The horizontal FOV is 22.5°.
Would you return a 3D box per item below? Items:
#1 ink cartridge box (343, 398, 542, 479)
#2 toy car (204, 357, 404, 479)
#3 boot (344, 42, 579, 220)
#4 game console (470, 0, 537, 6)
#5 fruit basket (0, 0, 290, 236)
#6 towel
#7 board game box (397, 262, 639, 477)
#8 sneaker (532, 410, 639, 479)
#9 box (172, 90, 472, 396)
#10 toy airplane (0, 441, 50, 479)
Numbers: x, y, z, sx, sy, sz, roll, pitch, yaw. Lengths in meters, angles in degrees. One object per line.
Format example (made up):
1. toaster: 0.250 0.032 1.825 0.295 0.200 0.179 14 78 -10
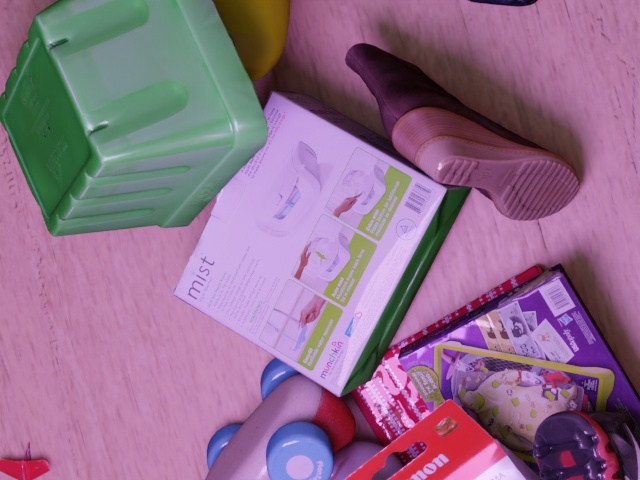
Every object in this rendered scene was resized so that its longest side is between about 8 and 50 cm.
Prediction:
1. ink cartridge box: 0.143 0.300 1.719 0.189 0.066 0.232 -40 125 13
2. toy car: 0.007 0.286 1.819 0.238 0.219 0.210 34 103 -14
3. boot: 0.158 -0.127 1.761 0.090 0.248 0.207 -53 47 24
4. game console: 0.196 -0.441 1.760 0.213 0.044 0.361 7 97 14
5. fruit basket: -0.144 -0.190 1.748 0.392 0.392 0.283 -26 84 15
6. towel: 0.186 0.175 1.834 0.275 0.031 0.199 -32 87 15
7. board game box: 0.261 0.220 1.779 0.208 0.056 0.347 -29 100 10
8. sneaker: 0.315 0.303 1.694 0.097 0.135 0.276 -15 89 45
9. box: 0.000 0.000 1.799 0.231 0.127 0.262 29 102 16
10. toy airplane: -0.356 0.324 1.979 0.151 0.028 0.151 2 97 14
